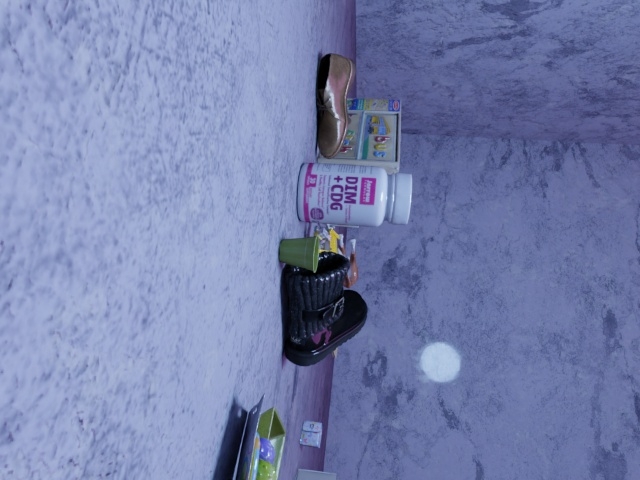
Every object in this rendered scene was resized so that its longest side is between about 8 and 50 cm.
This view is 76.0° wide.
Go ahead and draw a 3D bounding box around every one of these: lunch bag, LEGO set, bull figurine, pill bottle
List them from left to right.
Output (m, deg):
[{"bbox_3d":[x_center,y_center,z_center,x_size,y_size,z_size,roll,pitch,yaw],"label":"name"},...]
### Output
[{"bbox_3d":[-0.033,0.710,1.504,0.053,0.071,0.083,78,20,-55],"label":"lunch bag"},{"bbox_3d":[-0.024,0.033,1.167,0.132,0.107,0.287,56,26,-16],"label":"LEGO set"},{"bbox_3d":[0.065,0.078,1.491,0.310,0.101,0.188,-160,-116,-74],"label":"bull figurine"},{"bbox_3d":[0.090,-0.118,1.080,0.160,0.283,0.160,4,90,-83],"label":"pill bottle"}]

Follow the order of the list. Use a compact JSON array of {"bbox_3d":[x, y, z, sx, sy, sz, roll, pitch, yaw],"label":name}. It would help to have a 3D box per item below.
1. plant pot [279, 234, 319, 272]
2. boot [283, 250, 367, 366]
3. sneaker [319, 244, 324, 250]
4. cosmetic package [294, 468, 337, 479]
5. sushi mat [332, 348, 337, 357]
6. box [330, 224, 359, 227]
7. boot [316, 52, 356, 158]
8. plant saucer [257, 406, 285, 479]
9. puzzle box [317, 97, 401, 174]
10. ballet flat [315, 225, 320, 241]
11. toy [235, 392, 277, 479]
[{"bbox_3d":[-0.047,0.026,0.890,0.083,0.079,0.083,4,90,-84],"label":"plant pot"},{"bbox_3d":[0.031,0.140,1.073,0.348,0.131,0.260,-31,128,-56],"label":"boot"},{"bbox_3d":[-0.001,0.084,1.404,0.075,0.057,0.161,-86,179,-49],"label":"sneaker"},{"bbox_3d":[-0.027,0.971,1.405,0.129,0.153,0.296,26,70,-84],"label":"cosmetic package"},{"bbox_3d":[0.028,0.301,1.632,0.151,0.019,0.316,-72,149,-58],"label":"sushi mat"},{"bbox_3d":[0.126,-0.217,1.902,0.121,0.148,0.311,-20,114,-81],"label":"box"},{"bbox_3d":[0.021,-0.404,1.239,0.115,0.112,0.305,-7,109,-52],"label":"boot"},{"bbox_3d":[-0.113,0.428,0.760,0.188,0.045,0.188,86,12,-51],"label":"plant saucer"},{"bbox_3d":[0.151,-0.385,1.466,0.052,0.272,0.408,87,9,-48],"label":"puzzle box"},{"bbox_3d":[0.000,0.000,1.436,0.041,0.041,0.114,-73,166,-61],"label":"ballet flat"},{"bbox_3d":[-0.101,0.370,0.612,0.137,0.056,0.237,121,-16,-50],"label":"toy"}]
